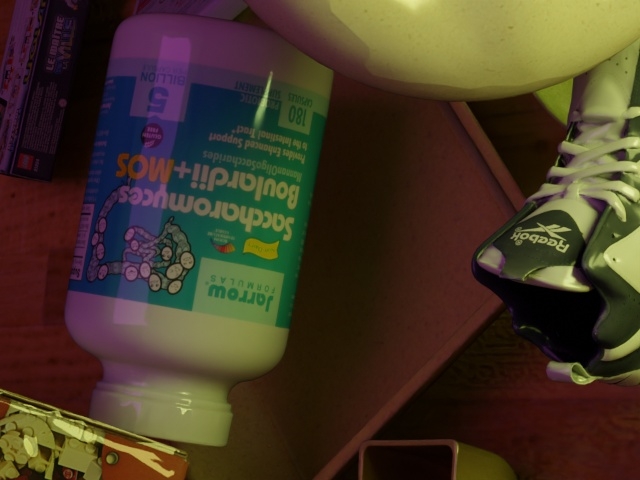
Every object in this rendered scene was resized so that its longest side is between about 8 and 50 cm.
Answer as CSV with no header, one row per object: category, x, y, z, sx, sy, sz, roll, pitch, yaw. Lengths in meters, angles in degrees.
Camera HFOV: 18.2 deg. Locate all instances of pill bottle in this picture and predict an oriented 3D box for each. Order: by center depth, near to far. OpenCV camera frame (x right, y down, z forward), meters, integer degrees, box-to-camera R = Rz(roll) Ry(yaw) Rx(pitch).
pill bottle,-0.082,-0.005,1.283,0.146,0.146,0.264,6,86,46

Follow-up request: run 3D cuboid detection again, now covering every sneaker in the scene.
sneaker,0.151,-0.026,1.119,0.094,0.153,0.235,8,104,41

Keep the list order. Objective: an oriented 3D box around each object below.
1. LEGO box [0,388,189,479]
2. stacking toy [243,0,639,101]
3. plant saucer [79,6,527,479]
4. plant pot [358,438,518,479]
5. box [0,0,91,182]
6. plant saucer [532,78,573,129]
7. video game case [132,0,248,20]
LEGO box,-0.306,0.292,1.363,0.500,0.193,0.372,-14,57,65
stacking toy,0.008,-0.277,1.207,0.480,0.351,0.350,23,98,66
plant saucer,0.000,0.000,1.360,0.333,0.081,0.332,-48,52,27
plant pot,0.079,0.168,1.237,0.081,0.083,0.081,-6,76,45
box,-0.229,-0.152,1.632,0.114,0.036,0.207,13,90,67
plant saucer,0.218,-0.167,1.209,0.241,0.037,0.241,-13,71,43
video game case,-0.077,-0.213,1.464,0.201,0.023,0.183,-35,35,45
